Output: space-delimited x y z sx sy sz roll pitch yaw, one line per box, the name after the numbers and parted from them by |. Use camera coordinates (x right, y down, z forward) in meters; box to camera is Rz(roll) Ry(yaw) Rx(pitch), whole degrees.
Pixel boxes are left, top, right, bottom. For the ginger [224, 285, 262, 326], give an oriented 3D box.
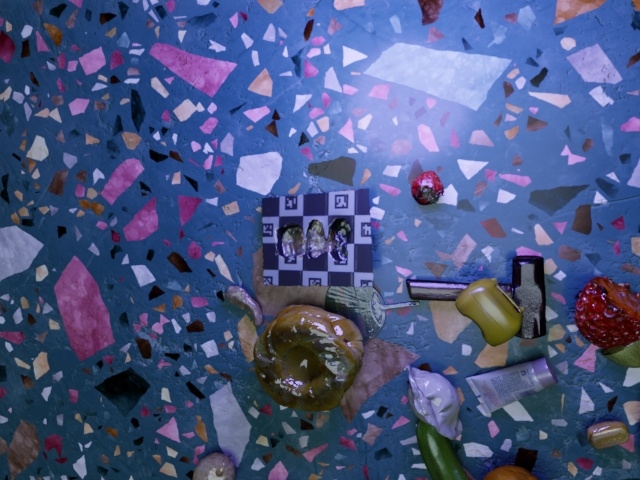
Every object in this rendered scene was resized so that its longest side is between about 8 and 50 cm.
-0.253 0.218 1.636 0.069 0.051 0.173 -43 85 17 | ginger

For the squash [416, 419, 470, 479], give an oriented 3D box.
0.408 0.743 1.538 0.107 0.107 0.394 -27 92 14 | squash

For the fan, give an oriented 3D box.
0.139 0.204 1.571 0.294 0.012 0.223 -39 87 14 | fan

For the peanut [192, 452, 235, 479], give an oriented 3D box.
-0.376 0.831 1.713 0.141 0.109 0.159 35 108 -9 | peanut

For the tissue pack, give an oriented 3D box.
0.480 0.195 1.354 0.178 0.123 0.127 48 117 9 | tissue pack

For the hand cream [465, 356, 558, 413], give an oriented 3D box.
0.591 0.443 1.480 0.248 0.083 0.133 -28 90 25 | hand cream

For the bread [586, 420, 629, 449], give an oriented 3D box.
0.856 0.574 1.443 0.115 0.056 0.082 -27 113 17 | bread

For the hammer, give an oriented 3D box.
0.463 0.163 1.457 0.409 0.095 0.242 1 98 14 | hammer

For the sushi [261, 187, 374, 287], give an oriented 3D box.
0.000 0.000 1.539 0.373 0.100 0.296 -3 88 23 | sushi

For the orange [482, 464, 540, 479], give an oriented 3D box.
0.592 0.808 1.430 0.261 0.261 0.260 2 98 12 | orange

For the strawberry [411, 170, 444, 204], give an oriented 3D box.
0.321 -0.158 1.446 0.106 0.106 0.106 2 98 12 | strawberry

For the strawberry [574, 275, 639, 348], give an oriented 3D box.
0.804 0.220 1.337 0.234 0.234 0.178 29 117 7 | strawberry

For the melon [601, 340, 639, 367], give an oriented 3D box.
0.913 0.313 1.384 0.128 0.079 0.160 42 103 -2 | melon

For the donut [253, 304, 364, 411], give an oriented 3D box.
-0.036 0.374 1.549 0.361 0.170 0.360 4 105 16 | donut

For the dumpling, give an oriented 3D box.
0.344 0.499 1.472 0.147 0.193 0.258 -40 91 18 | dumpling
